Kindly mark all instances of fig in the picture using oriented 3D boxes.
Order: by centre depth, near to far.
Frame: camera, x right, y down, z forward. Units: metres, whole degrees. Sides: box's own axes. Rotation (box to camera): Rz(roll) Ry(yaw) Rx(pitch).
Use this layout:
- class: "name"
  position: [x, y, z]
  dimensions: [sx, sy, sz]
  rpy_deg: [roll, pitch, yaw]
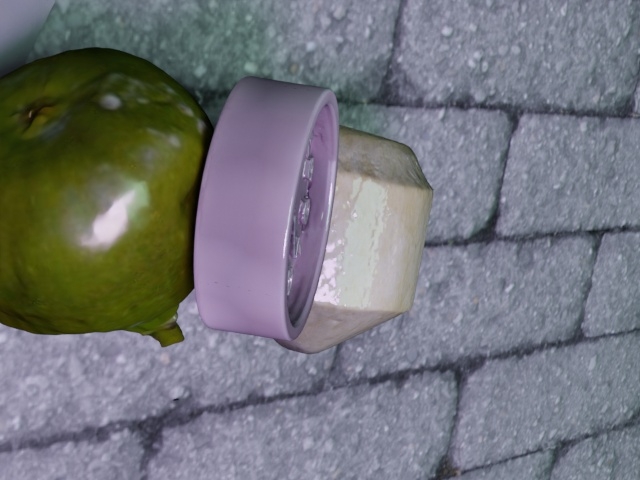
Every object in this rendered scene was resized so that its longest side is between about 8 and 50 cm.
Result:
- class: "fig"
  position: [-0.186, 0.005, 0.874]
  dimensions: [0.233, 0.233, 0.314]
  rpy_deg: [-23, 138, -37]

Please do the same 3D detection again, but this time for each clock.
- class: "clock"
  position: [-0.037, -0.024, 0.860]
  dimensions: [0.197, 0.068, 0.196]
  rpy_deg: [9, 90, -81]

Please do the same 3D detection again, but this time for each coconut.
- class: "coconut"
  position: [0.000, 0.000, 1.057]
  dimensions: [0.202, 0.202, 0.222]
  rpy_deg: [5, 99, -45]

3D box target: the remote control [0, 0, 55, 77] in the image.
- class: "remote control"
  position: [-0.306, -0.203, 0.802]
  dimensions: [0.250, 0.034, 0.103]
  rpy_deg: [27, 86, -47]
